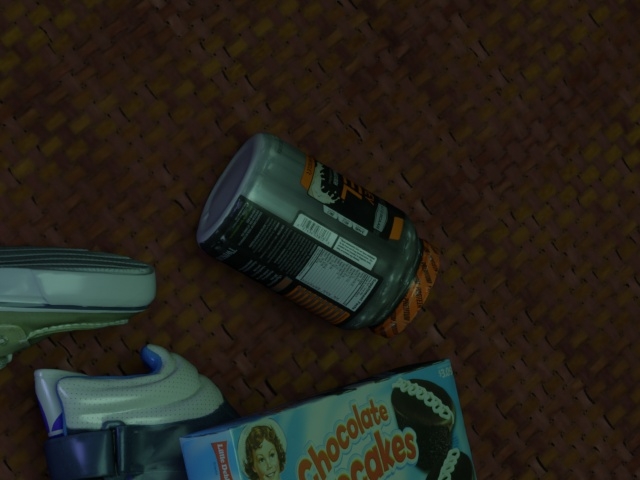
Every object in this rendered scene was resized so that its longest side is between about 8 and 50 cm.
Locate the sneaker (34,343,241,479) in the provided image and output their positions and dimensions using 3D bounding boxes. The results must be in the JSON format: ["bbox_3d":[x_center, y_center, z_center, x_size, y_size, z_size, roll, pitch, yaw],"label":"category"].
[{"bbox_3d":[-0.200,0.227,1.552,0.322,0.130,0.236,-33,88,-16],"label":"sneaker"}]

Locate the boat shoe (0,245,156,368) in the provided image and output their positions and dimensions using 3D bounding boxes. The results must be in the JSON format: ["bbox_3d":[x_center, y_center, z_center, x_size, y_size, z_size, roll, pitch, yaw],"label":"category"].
[{"bbox_3d":[-0.284,0.060,1.553,0.302,0.109,0.094,-2,101,-11],"label":"boat shoe"}]

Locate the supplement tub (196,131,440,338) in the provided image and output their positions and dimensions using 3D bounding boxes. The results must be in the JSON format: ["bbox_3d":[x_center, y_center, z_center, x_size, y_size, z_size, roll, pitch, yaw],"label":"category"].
[{"bbox_3d":[0.000,0.000,1.640,0.190,0.117,0.117,30,76,-15],"label":"supplement tub"}]

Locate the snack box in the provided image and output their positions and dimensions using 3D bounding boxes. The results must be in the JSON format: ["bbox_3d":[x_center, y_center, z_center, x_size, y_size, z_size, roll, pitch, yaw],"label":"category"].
[{"bbox_3d":[0.022,0.216,1.571,0.322,0.060,0.187,-12,89,-54],"label":"snack box"}]
